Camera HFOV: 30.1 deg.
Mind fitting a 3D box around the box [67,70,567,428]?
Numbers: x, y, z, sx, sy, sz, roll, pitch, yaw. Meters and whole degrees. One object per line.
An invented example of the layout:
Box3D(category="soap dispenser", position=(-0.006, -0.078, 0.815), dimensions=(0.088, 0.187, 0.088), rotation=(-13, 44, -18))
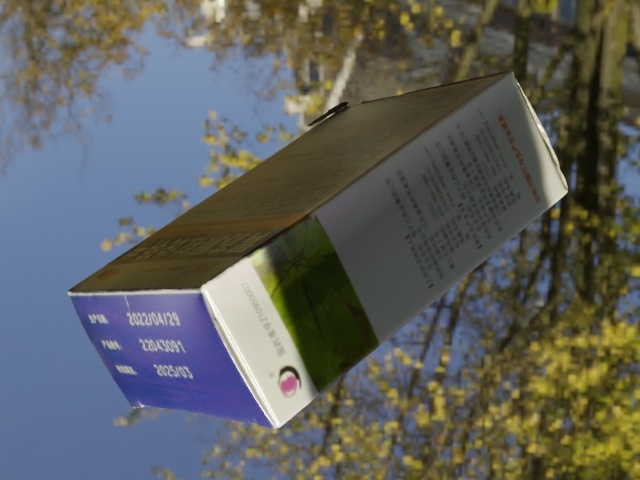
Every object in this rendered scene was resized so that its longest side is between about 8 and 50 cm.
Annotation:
Box3D(category="box", position=(0.000, 0.000, 0.843), dimensions=(0.299, 0.106, 0.200), rotation=(-37, -162, -30))
